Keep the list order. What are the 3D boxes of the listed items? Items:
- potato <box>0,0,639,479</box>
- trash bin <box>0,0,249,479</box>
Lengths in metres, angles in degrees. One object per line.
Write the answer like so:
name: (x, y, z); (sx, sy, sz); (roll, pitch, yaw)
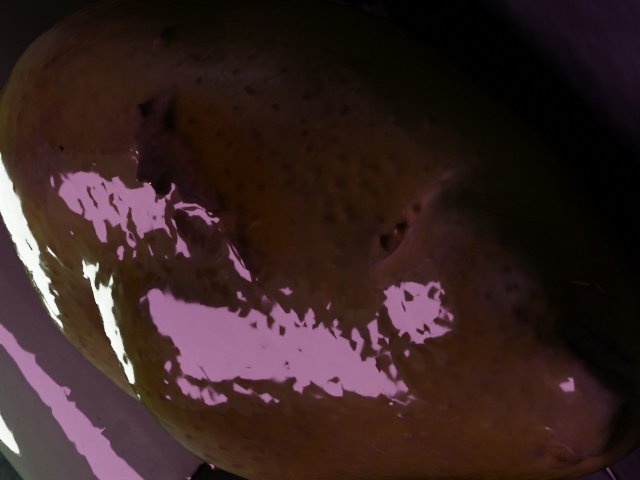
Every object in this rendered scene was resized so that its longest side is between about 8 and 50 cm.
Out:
potato: (0.003, 0.001, 0.774); (0.351, 0.202, 0.218); (23, 129, 45)
trash bin: (-0.137, -0.016, 1.080); (0.432, 0.280, 0.280); (49, 165, 23)
